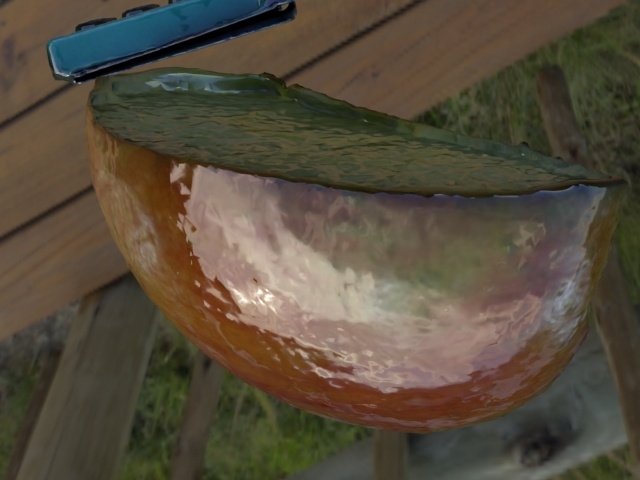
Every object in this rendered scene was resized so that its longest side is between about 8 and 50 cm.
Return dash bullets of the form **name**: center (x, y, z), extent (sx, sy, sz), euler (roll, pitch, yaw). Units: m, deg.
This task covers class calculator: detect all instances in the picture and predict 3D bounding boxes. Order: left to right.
- **calculator**: center (-0.148, -0.224, 1.354), extent (0.248, 0.274, 0.058), euler (-16, 101, 0)

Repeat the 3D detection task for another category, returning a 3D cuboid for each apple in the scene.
- **apple**: center (0.000, 0.000, 0.740), extent (0.254, 0.346, 0.179), euler (37, 79, -44)
